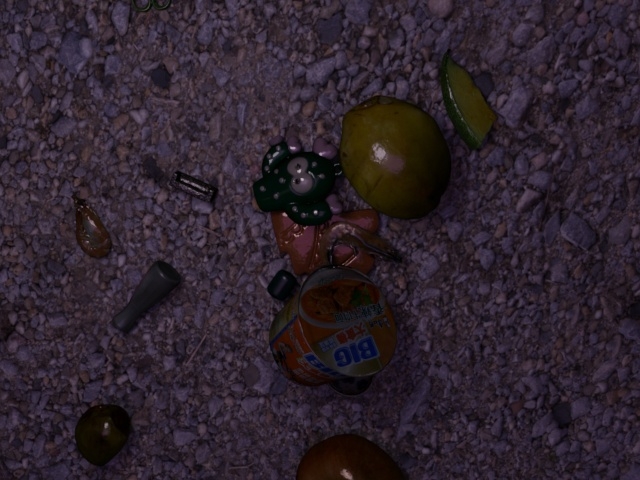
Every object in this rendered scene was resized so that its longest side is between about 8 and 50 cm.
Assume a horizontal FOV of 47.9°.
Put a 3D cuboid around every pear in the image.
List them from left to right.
[{"bbox_3d":[0.182,-0.203,1.767,0.269,0.269,0.321,-38,108,7],"label":"pear"}]

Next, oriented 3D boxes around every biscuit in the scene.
[{"bbox_3d":[0.000,0.000,1.909,0.306,0.043,0.283,29,99,-2],"label":"biscuit"}]

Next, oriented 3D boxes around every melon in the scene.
[{"bbox_3d":[0.372,-0.364,1.836,0.114,0.053,0.261,-26,97,-2],"label":"melon"}]

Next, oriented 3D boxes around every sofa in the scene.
[{"bbox_3d":[-0.334,-0.141,1.894,0.118,0.060,0.039,24,103,-2],"label":"sofa"}]

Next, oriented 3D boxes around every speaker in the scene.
[{"bbox_3d":[-0.091,0.125,1.934,0.094,0.060,0.075,29,101,-38],"label":"speaker"}]

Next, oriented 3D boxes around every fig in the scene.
[{"bbox_3d":[-0.596,0.529,1.962,0.154,0.144,0.165,19,92,25],"label":"fig"}]

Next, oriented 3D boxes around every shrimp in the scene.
[{"bbox_3d":[-0.624,-0.038,1.931,0.092,0.043,0.183,-17,99,8],"label":"shrimp"},{"bbox_3d":[0.101,0.044,1.868,0.220,0.046,0.152,22,97,-2],"label":"shrimp"}]

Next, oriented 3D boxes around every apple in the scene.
[{"bbox_3d":[0.081,0.671,1.906,0.310,0.250,0.277,15,100,3],"label":"apple"}]

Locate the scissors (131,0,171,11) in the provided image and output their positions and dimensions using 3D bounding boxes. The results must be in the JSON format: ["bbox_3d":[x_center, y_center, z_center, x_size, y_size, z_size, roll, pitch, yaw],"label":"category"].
[{"bbox_3d":[-0.438,-0.689,1.831,0.101,0.027,0.204,-4,100,2],"label":"scissors"}]

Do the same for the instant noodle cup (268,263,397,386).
[{"bbox_3d":[0.016,0.234,1.810,0.296,0.296,0.214,45,138,-4],"label":"instant noodle cup"}]

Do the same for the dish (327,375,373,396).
[{"bbox_3d":[0.065,0.367,1.949,0.141,0.078,0.141,8,56,-12],"label":"dish"}]

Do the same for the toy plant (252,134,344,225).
[{"bbox_3d":[-0.052,-0.155,1.849,0.244,0.112,0.232,6,85,14],"label":"toy plant"}]

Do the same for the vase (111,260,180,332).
[{"bbox_3d":[-0.475,0.156,1.939,0.086,0.086,0.214,42,103,-4],"label":"vase"}]
